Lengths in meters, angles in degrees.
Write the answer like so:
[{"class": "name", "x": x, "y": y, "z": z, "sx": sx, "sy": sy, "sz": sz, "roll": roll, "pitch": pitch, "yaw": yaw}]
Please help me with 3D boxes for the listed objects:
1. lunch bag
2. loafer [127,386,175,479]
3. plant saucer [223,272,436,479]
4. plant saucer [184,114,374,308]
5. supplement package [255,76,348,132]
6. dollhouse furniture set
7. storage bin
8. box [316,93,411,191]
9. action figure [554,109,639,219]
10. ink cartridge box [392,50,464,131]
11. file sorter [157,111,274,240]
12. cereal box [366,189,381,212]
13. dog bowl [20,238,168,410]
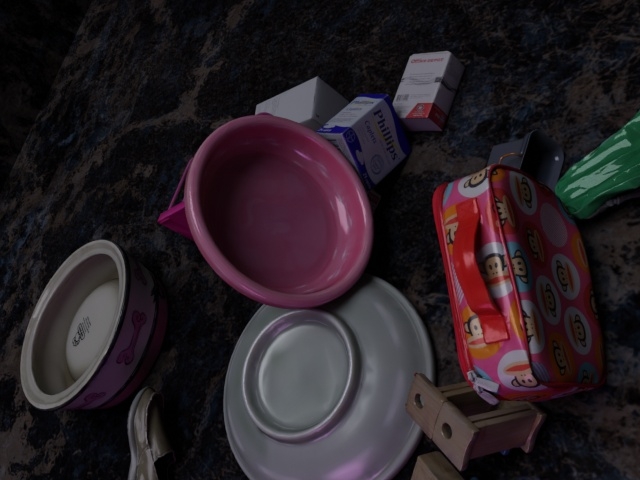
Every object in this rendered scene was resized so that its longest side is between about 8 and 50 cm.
[{"class": "lunch bag", "x": 0.246, "y": 0.055, "z": 0.934, "sx": 0.120, "sy": 0.258, "sz": 0.293, "roll": -21, "pitch": 67, "yaw": 37}, {"class": "loafer", "x": -0.325, "y": 0.414, "z": 1.462, "sx": 0.087, "sy": 0.094, "sz": 0.251, "roll": -10, "pitch": 67, "yaw": 13}, {"class": "plant saucer", "x": -0.016, "y": 0.222, "z": 1.194, "sx": 0.401, "sy": 0.100, "sz": 0.400, "roll": -15, "pitch": 60, "yaw": 27}, {"class": "plant saucer", "x": -0.070, "y": -0.042, "z": 1.207, "sx": 0.084, "sy": 0.332, "sz": 0.332, "roll": -36, "pitch": 42, "yaw": 54}, {"class": "supplement package", "x": -0.044, "y": -0.247, "z": 1.548, "sx": 0.179, "sy": 0.105, "sz": 0.105, "roll": -15, "pitch": 56, "yaw": 39}, {"class": "dollhouse furniture set", "x": 0.192, "y": 0.281, "z": 1.014, "sx": 0.129, "sy": 0.129, "sz": 0.183, "roll": 44, "pitch": 130, "yaw": 49}, {"class": "storage bin", "x": 0.296, "y": -0.096, "z": 1.137, "sx": 0.091, "sy": 0.098, "sz": 0.135, "roll": -1, "pitch": 66, "yaw": 56}, {"class": "box", "x": 0.080, "y": -0.178, "z": 1.332, "sx": 0.072, "sy": 0.126, "sz": 0.137, "roll": 9, "pitch": 44, "yaw": 47}, {"class": "action figure", "x": 0.415, "y": -0.097, "z": 1.033, "sx": 0.232, "sy": 0.063, "sz": 0.137, "roll": -37, "pitch": 47, "yaw": 18}, {"class": "ink cartridge box", "x": 0.195, "y": -0.273, "z": 1.362, "sx": 0.099, "sy": 0.056, "sz": 0.135, "roll": 10, "pitch": 75, "yaw": 47}, {"class": "file sorter", "x": -0.140, "y": -0.098, "z": 1.431, "sx": 0.291, "sy": 0.202, "sz": 0.182, "roll": -20, "pitch": 47, "yaw": 52}, {"class": "cereal box", "x": 0.000, "y": 0.000, "z": 1.399, "sx": 0.173, "sy": 0.047, "sz": 0.240, "roll": 15, "pitch": 79, "yaw": 51}, {"class": "dog bowl", "x": -0.518, "y": 0.209, "z": 1.717, "sx": 0.408, "sy": 0.150, "sz": 0.407, "roll": -23, "pitch": 53, "yaw": 34}]
